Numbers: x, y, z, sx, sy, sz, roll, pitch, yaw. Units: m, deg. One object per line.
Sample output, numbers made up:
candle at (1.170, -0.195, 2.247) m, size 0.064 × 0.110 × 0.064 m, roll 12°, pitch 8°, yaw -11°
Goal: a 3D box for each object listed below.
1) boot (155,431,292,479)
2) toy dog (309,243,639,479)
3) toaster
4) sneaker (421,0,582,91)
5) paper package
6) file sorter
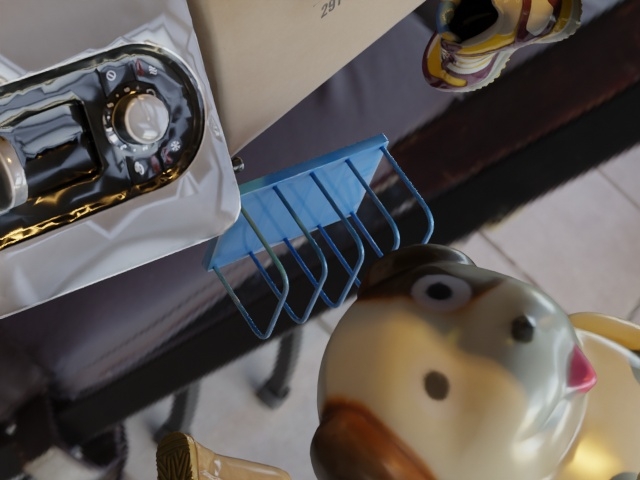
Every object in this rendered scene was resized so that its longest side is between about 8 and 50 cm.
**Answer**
boot at (-0.131, 0.421, 2.082) m, size 0.269 × 0.089 × 0.236 m, roll 34°, pitch 46°, yaw -47°
toy dog at (0.172, 0.169, 1.108) m, size 0.408 × 0.395 × 0.284 m, roll 44°, pitch 58°, yaw -32°
toaster at (-0.129, -0.074, 0.460) m, size 0.110 × 0.186 × 0.168 m, roll -25°, pitch 110°, yaw -32°
sneaker at (0.111, -0.160, 1.037) m, size 0.084 × 0.185 × 0.069 m, roll -1°, pitch 77°, yaw -28°
paper package at (-0.029, -0.280, 1.215) m, size 0.325 × 0.309 × 0.168 m, roll -40°, pitch 70°, yaw -17°
file sorter at (0.000, 0.000, 1.252) m, size 0.170 × 0.118 × 0.104 m, roll -22°, pitch 66°, yaw -29°
